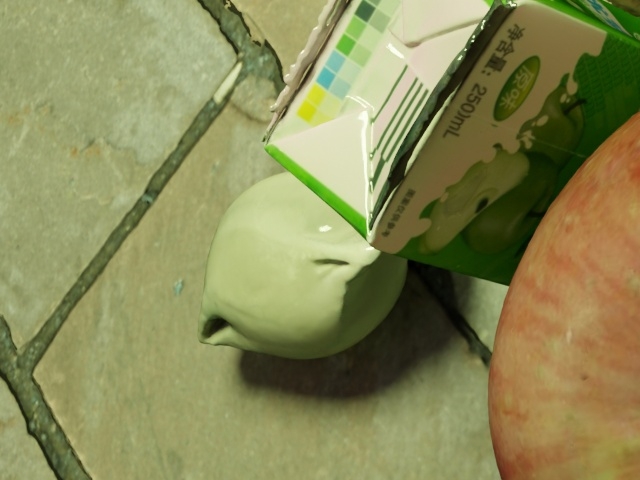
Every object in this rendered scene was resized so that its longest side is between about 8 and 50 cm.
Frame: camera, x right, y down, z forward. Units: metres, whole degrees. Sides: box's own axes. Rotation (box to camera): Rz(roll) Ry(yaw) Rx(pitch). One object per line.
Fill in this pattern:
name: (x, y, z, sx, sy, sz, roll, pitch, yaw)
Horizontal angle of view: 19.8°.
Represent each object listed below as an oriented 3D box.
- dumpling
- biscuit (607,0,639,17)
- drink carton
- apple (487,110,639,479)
dumpling: (0.000, 0.000, 1.209, 0.229, 0.124, 0.151, -20, 30, 45)
biscuit: (0.199, -0.160, 1.004, 0.040, 0.199, 0.121, -25, 65, 34)
drink carton: (0.114, -0.057, 1.009, 0.108, 0.271, 0.161, 47, 112, 42)
apple: (0.252, 0.061, 0.884, 0.344, 0.269, 0.345, 4, 98, 28)
